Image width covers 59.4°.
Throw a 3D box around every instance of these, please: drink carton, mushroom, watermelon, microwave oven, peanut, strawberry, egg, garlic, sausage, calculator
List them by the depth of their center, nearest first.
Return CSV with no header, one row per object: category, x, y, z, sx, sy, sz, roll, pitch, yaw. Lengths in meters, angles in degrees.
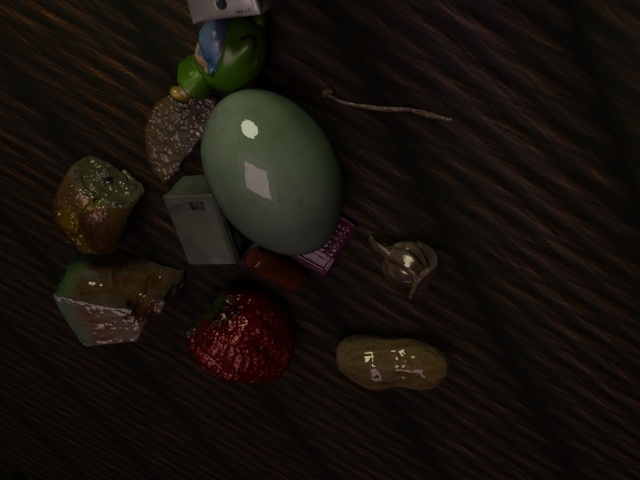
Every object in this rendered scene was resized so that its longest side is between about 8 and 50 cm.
drink carton,-0.142,-0.472,1.023,0.134,0.222,0.101,2,124,16
mushroom,0.139,-0.283,1.194,0.286,0.028,0.025,15,84,6
egg,-0.097,-0.139,1.205,0.276,0.276,0.388,-14,120,25
garlic,0.193,0.054,1.362,0.194,0.127,0.131,30,112,28
microwave oven,-0.275,-0.056,1.412,0.163,0.129,0.205,0,123,20
calculator,0.000,0.000,1.425,0.127,0.034,0.190,30,121,-3
sausage,-0.109,0.076,1.450,0.076,0.076,0.197,-25,142,30
peanut,0.192,0.335,1.526,0.313,0.152,0.152,3,124,13
strawberry,-0.211,0.279,1.552,0.288,0.238,0.250,45,127,-10
watermelon,-0.565,0.166,1.578,0.302,0.264,0.151,18,128,1

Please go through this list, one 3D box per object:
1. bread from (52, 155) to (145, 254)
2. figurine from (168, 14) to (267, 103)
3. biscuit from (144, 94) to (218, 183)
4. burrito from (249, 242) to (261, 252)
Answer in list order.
bread,-0.587,-0.085,1.461,0.196,0.176,0.246,30,127,-7
figurine,-0.212,-0.371,1.162,0.263,0.162,0.143,-23,124,40
biscuit,-0.347,-0.268,1.344,0.141,0.038,0.290,43,123,-12
burrito,-0.131,-0.014,1.439,0.064,0.064,0.203,26,129,-1
